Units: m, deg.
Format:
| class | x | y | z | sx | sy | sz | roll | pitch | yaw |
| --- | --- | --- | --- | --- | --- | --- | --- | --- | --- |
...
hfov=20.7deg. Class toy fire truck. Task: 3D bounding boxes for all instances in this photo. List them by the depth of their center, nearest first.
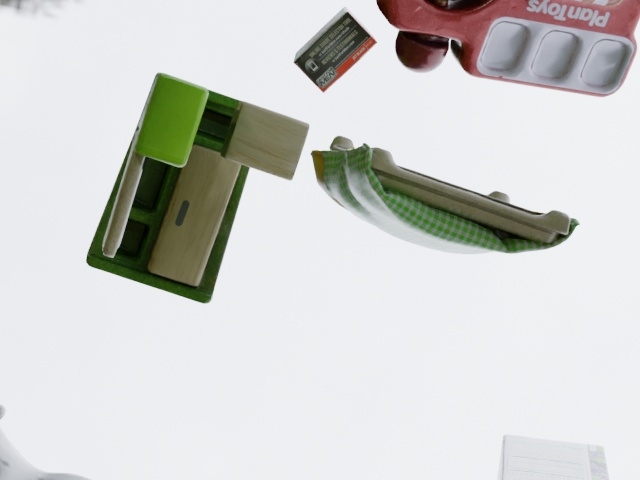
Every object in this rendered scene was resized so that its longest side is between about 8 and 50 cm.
| class | x | y | z | sx | sy | sz | roll | pitch | yaw |
| --- | --- | --- | --- | --- | --- | --- | --- | --- | --- |
| toy fire truck | 0.178 | -0.255 | 1.581 | 0.169 | 0.302 | 0.254 | -118 | -140 | -53 |

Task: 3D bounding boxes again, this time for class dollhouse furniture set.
| class | x | y | z | sx | sy | sz | roll | pitch | yaw |
| --- | --- | --- | --- | --- | --- | --- | --- | --- | --- |
| dollhouse furniture set | 0.000 | 0.000 | 1.243 | 0.197 | 0.301 | 0.151 | -141 | -110 | -81 |

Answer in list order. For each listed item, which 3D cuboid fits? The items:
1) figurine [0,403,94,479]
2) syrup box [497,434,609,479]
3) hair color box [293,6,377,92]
| class | x | y | z | sx | sy | sz | roll | pitch | yaw |
| --- | --- | --- | --- | --- | --- | --- | --- | --- | --- |
| figurine | -0.317 | 0.247 | 1.569 | 0.215 | 0.209 | 0.092 | -46 | -157 | 10 |
| syrup box | 0.193 | 0.239 | 1.481 | 0.237 | 0.096 | 0.093 | -51 | 147 | -81 |
| hair color box | 0.014 | -0.184 | 1.674 | 0.072 | 0.043 | 0.141 | -43 | -174 | 7 |
